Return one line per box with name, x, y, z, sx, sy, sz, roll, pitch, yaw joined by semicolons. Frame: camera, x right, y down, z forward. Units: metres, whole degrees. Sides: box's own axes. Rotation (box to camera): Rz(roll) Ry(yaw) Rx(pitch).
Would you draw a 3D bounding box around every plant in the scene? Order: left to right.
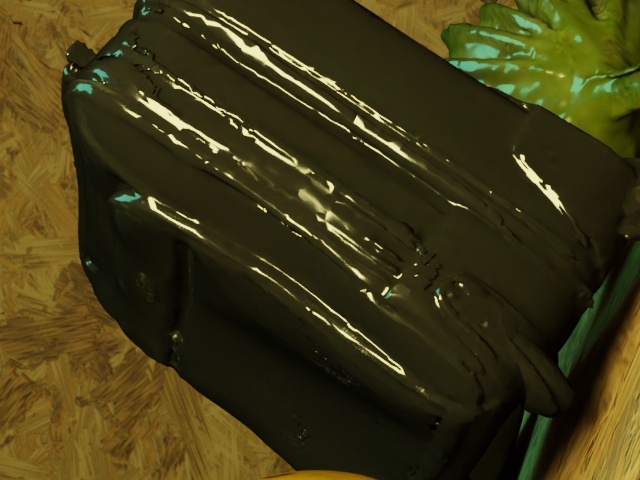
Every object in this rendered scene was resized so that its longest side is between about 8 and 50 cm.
plant;0.149;-0.099;1.097;0.333;0.180;0.251;111;170;-83

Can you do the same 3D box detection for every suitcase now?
suitcase;0.000;0.000;1.058;0.188;0.339;0.345;-52;-8;-19

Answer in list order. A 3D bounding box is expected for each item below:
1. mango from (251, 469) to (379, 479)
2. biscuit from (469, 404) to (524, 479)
mango;-0.010;0.211;0.799;0.191;0.160;0.290;-39;-27;-7
biscuit;0.093;0.235;1.339;0.278;0.043;0.302;-45;-22;-76
